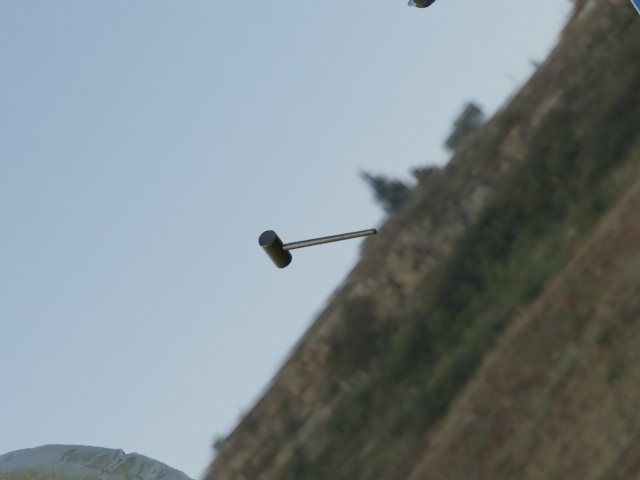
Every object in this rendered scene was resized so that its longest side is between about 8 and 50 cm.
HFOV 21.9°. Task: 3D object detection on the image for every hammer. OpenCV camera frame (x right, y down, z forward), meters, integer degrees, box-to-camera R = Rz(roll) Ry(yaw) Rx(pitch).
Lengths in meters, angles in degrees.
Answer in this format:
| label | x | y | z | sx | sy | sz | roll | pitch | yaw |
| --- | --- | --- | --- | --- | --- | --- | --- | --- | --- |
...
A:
| label | x | y | z | sx | sy | sz | roll | pitch | yaw |
| --- | --- | --- | --- | --- | --- | --- | --- | --- | --- |
| hammer | 0.000 | 0.000 | 1.486 | 0.035 | 0.110 | 0.019 | 56 | -148 | -43 |

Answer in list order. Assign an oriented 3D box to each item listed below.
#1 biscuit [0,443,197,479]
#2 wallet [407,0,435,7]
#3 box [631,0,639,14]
| label | x | y | z | sx | sy | sz | roll | pitch | yaw |
| --- | --- | --- | --- | --- | --- | --- | --- | --- | --- |
| biscuit | -0.109 | 0.216 | 0.924 | 0.179 | 0.281 | 0.084 | -56 | -9 | 3 |
| wallet | 0.020 | -0.170 | 0.647 | 0.031 | 0.122 | 0.232 | -21 | -6 | 6 |
| box | 0.404 | -0.121 | 1.508 | 0.048 | 0.273 | 0.265 | -40 | -35 | 24 |
